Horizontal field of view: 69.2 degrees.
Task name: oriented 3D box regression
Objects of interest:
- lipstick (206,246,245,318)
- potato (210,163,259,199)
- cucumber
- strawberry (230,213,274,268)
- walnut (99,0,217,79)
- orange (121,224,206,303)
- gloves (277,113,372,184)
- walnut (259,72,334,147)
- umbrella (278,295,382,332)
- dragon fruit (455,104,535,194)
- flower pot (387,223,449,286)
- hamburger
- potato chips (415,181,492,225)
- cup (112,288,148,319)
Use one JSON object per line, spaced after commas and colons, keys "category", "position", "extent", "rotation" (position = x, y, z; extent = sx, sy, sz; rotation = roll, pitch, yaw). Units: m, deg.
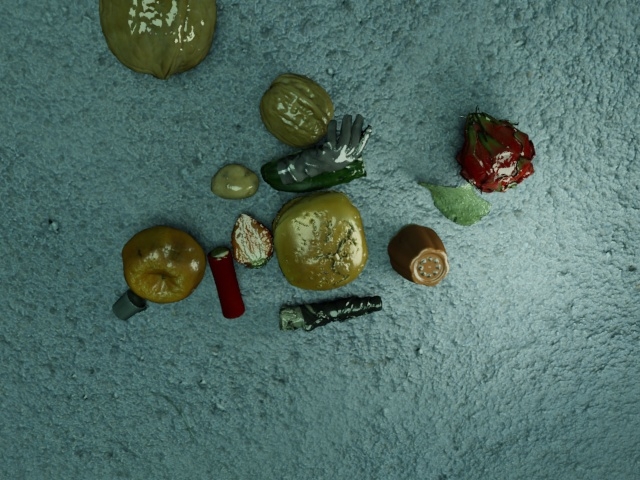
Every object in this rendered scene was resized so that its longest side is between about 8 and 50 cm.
{"category": "lipstick", "position": [-0.300, 0.138, 1.484], "extent": [0.080, 0.080, 0.241], "rotation": [-10, 119, -2]}
{"category": "potato", "position": [-0.259, -0.176, 1.404], "extent": [0.146, 0.112, 0.112], "rotation": [0, 107, -9]}
{"category": "cucumber", "position": [-0.022, -0.211, 1.399], "extent": [0.324, 0.145, 0.105], "rotation": [-10, 77, 1]}
{"category": "strawberry", "position": [-0.219, 0.002, 1.473], "extent": [0.146, 0.082, 0.187], "rotation": [-18, 101, 2]}
{"category": "walnut", "position": [-0.409, -0.576, 1.187], "extent": [0.251, 0.277, 0.313], "rotation": [16, 112, 22]}
{"category": "orange", "position": [-0.468, 0.060, 1.415], "extent": [0.248, 0.183, 0.249], "rotation": [-6, 125, -9]}
{"category": "gloves", "position": [0.015, -0.240, 1.280], "extent": [0.285, 0.142, 0.119], "rotation": [-33, 78, 12]}
{"category": "walnut", "position": [-0.064, -0.366, 1.323], "extent": [0.213, 0.213, 0.214], "rotation": [-2, 107, -5]}
{"category": "umbrella", "position": [0.035, 0.248, 1.554], "extent": [0.357, 0.113, 0.106], "rotation": [-8, 85, -3]}
{"category": "dragon fruit", "position": [0.505, -0.268, 1.397], "extent": [0.293, 0.234, 0.234], "rotation": [43, 98, -10]}
{"category": "flower pot", "position": [0.328, 0.059, 1.495], "extent": [0.190, 0.173, 0.191], "rotation": [-2, 108, -7]}
{"category": "hamburger", "position": [-0.002, 0.007, 1.430], "extent": [0.283, 0.174, 0.305], "rotation": [-17, 107, -10]}
{"category": "potato chips", "position": [0.410, -0.134, 1.457], "extent": [0.228, 0.167, 0.059], "rotation": [40, 58, -19]}
{"category": "cup", "position": [-0.613, 0.214, 1.507], "extent": [0.077, 0.078, 0.100], "rotation": [-39, 137, 12]}
